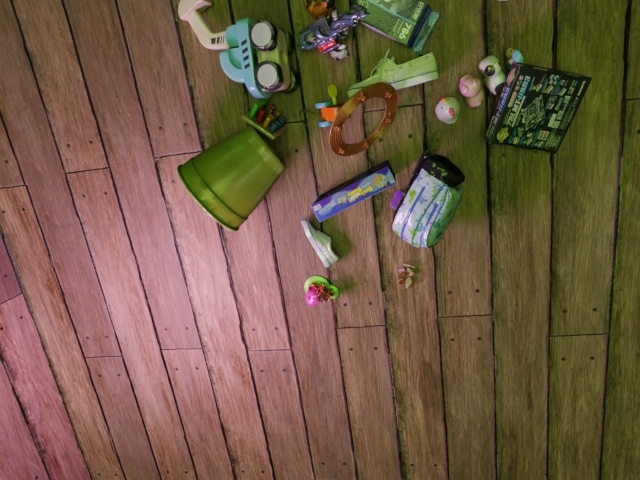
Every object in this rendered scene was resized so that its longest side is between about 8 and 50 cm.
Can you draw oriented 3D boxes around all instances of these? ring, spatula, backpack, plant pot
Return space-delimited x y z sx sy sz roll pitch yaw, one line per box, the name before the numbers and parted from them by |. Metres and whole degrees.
ring | 0.177 -0.462 1.620 0.336 0.336 0.032 -47 62 19
spatula | 0.397 -0.259 1.790 0.084 0.030 0.297 25 110 1
backpack | 0.440 -0.144 1.691 0.273 0.290 0.356 47 116 13
plant pot | -0.347 -0.291 1.761 0.353 0.366 0.366 -39 98 6

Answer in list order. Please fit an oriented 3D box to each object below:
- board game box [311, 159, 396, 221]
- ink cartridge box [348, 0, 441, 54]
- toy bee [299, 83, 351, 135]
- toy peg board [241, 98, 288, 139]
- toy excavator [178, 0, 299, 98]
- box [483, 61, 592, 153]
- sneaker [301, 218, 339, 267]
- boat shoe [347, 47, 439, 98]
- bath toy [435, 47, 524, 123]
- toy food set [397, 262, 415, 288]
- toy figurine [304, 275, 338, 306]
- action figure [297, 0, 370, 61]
board game box | 0.145 -0.214 1.739 0.346 0.233 0.078 -26 101 16
ink cartridge box | 0.287 -0.877 1.597 0.332 0.065 0.166 26 109 -1
toy bee | 0.052 -0.540 1.683 0.162 0.298 0.195 -23 135 -23
toy peg board | -0.218 -0.521 1.731 0.160 0.161 0.079 34 125 -2
toy excavator | -0.346 -0.789 1.666 0.444 0.222 0.434 -1 106 19
box | 0.817 -0.496 1.565 0.293 0.073 0.296 6 120 -7
sneaker | 0.000 0.000 1.917 0.091 0.094 0.258 -31 105 -2
boat shoe | 0.274 -0.671 1.626 0.366 0.136 0.157 -12 105 10
bath toy | 0.607 -0.592 1.600 0.348 0.129 0.151 -33 100 18
toy food set | 0.397 0.162 1.932 0.077 0.019 0.122 17 117 4
toy figurine | -0.006 0.263 1.953 0.173 0.159 0.130 16 109 3
action figure | 0.063 -0.868 1.577 0.341 0.178 0.331 4 117 38
